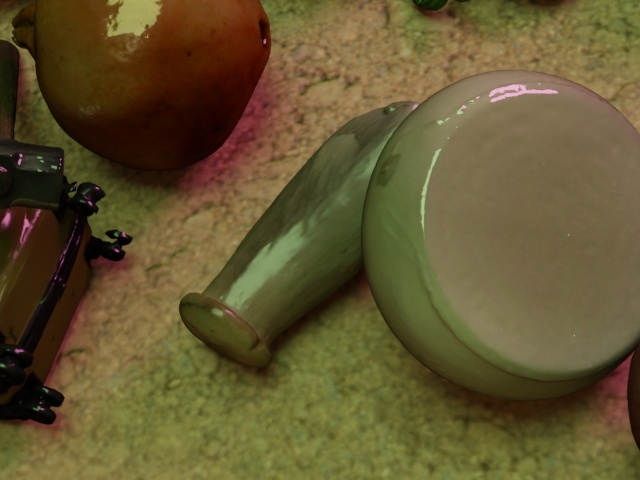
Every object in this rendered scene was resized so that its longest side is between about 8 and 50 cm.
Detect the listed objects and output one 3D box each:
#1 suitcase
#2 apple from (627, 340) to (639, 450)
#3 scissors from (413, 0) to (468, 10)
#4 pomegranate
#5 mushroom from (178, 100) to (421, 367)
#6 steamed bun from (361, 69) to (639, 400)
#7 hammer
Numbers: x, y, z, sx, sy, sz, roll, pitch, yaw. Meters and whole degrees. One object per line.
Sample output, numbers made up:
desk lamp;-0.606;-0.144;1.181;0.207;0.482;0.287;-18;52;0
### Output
suitcase;-0.295;0.026;1.069;0.234;0.143;0.194;9;60;18
apple;0.268;0.105;0.889;0.120;0.153;0.153;-10;55;28
scissors;0.122;-0.304;1.187;0.101;0.027;0.205;-3;76;58
pomegranate;-0.142;-0.158;1.121;0.209;0.209;0.209;-6;57;9
mushroom;-0.001;-0.005;1.050;0.247;0.096;0.108;-45;29;-6
steamed bun;0.132;-0.001;0.972;0.231;0.145;0.232;3;81;-19
hammer;-0.268;-0.108;1.108;0.111;0.044;0.365;5;21;-13
